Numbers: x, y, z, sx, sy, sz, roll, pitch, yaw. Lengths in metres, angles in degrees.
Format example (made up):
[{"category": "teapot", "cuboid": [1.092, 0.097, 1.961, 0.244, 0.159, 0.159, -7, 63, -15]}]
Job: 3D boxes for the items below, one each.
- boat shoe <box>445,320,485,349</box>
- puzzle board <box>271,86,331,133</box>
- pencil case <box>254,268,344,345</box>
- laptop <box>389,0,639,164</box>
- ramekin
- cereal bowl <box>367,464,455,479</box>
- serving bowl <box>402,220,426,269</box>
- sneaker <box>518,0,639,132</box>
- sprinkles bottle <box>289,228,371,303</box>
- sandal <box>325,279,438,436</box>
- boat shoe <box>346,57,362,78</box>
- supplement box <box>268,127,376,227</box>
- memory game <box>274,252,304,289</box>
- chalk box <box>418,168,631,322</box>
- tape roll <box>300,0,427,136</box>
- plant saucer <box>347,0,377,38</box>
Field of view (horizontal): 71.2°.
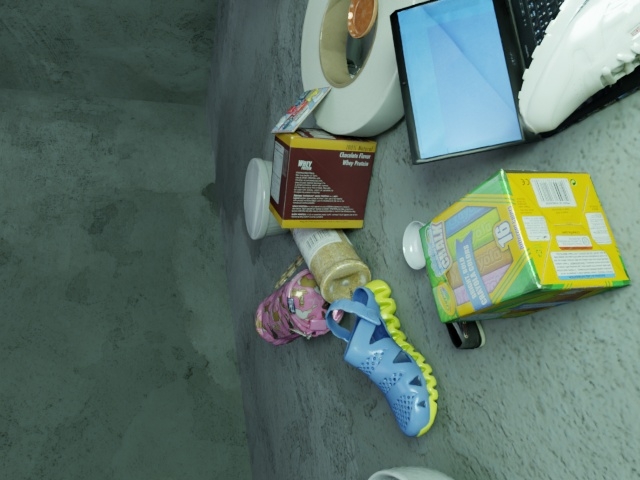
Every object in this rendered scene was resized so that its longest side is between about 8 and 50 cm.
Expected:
[{"category": "boat shoe", "cuboid": [0.206, 0.105, 0.690, 0.049, 0.041, 0.133, 112, 150, -48]}, {"category": "puzzle board", "cuboid": [-0.043, -0.271, 0.924, 0.128, 0.011, 0.096, -52, 31, -13]}, {"category": "pencil case", "cuboid": [-0.069, 0.194, 1.235, 0.160, 0.167, 0.386, 53, 154, 1]}, {"category": "laptop", "cuboid": [0.216, -0.242, 0.514, 0.264, 0.136, 0.235, 147, 118, -65]}, {"category": "ramekin", "cuboid": [-0.166, -0.137, 1.492, 0.272, 0.127, 0.273, 179, 90, -69]}, {"category": "cereal bowl", "cuboid": [0.184, 0.496, 0.633, 0.339, 0.141, 0.340, 179, 90, -68]}, {"category": "serving bowl", "cuboid": [0.176, 0.008, 0.774, 0.083, 0.027, 0.084, 179, 90, -69]}, {"category": "sneaker", "cuboid": [0.272, -0.193, 0.391, 0.095, 0.090, 0.235, 42, 119, 24]}, {"category": "sprinkles bottle", "cuboid": [0.000, 0.000, 1.089, 0.355, 0.121, 0.121, -120, 35, -50]}, {"category": "sandal", "cuboid": [0.102, 0.213, 0.832, 0.318, 0.138, 0.126, -116, 35, -44]}, {"category": "boat shoe", "cuboid": [0.062, -0.393, 1.020, 0.142, 0.049, 0.040, 52, 131, 48]}, {"category": "supplement box", "cuboid": [-0.001, -0.140, 0.989, 0.129, 0.191, 0.194, -130, 43, -59]}, {"category": "memory game", "cuboid": [-0.068, 0.064, 1.247, 0.186, 0.012, 0.186, -49, 4, 4]}, {"category": "chalk box", "cuboid": [0.214, 0.024, 0.542, 0.213, 0.132, 0.132, 130, 134, -61]}, {"category": "tape roll", "cuboid": [0.077, -0.400, 0.873, 0.392, 0.071, 0.393, 6, 97, 59]}, {"category": "plant saucer", "cuboid": [0.075, -0.401, 0.790, 0.083, 0.013, 0.084, 5, 95, 59]}]
